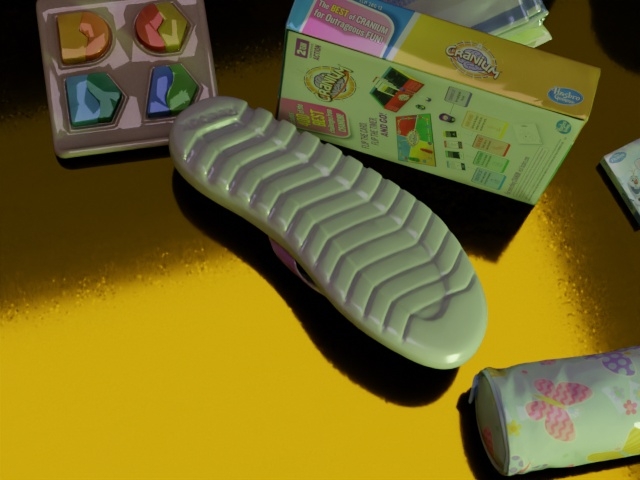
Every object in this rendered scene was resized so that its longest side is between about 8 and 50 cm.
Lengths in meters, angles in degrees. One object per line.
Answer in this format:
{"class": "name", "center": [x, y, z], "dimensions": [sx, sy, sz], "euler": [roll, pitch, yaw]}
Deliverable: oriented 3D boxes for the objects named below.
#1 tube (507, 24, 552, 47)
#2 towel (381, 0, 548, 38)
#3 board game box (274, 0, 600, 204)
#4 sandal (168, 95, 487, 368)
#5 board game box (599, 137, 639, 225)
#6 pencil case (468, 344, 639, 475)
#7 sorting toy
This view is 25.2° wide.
{"class": "tube", "center": [0.176, -0.318, 1.696], "dimensions": [0.062, 0.070, 0.240], "euler": [-14, 72, -45]}
{"class": "towel", "center": [0.119, -0.340, 1.665], "dimensions": [0.209, 0.034, 0.285], "euler": [-22, 79, 13]}
{"class": "board game box", "center": [0.114, -0.152, 1.536], "dimensions": [0.316, 0.242, 0.064], "euler": [18, 70, 1]}
{"class": "sandal", "center": [0.011, -0.008, 1.561], "dimensions": [0.416, 0.102, 0.169], "euler": [41, 57, 15]}
{"class": "board game box", "center": [0.383, -0.075, 1.647], "dimensions": [0.090, 0.020, 0.090], "euler": [-26, 76, -12]}
{"class": "pencil case", "center": [0.299, 0.167, 1.512], "dimensions": [0.273, 0.113, 0.124], "euler": [-11, 64, -8]}
{"class": "sorting toy", "center": [-0.218, -0.201, 1.633], "dimensions": [0.193, 0.038, 0.208], "euler": [-8, 72, -7]}
